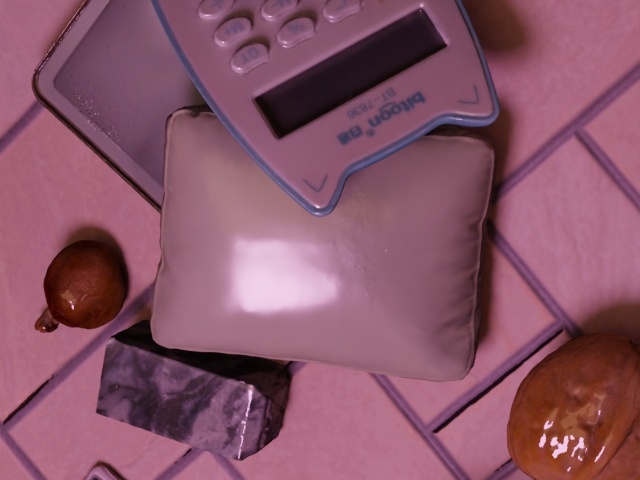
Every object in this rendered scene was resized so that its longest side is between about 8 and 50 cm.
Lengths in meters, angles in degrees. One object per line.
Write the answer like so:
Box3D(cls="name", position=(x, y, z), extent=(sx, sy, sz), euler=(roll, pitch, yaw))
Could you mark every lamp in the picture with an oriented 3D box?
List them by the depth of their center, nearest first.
Box3D(cls="lamp", position=(-0.129, -0.168, 1.764), extent=(0.266, 0.047, 0.269), euler=(44, 112, 9))

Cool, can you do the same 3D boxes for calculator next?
Box3D(cls="calculator", position=(-0.015, -0.220, 1.635), extent=(0.256, 0.054, 0.386), euler=(-29, 76, -6))

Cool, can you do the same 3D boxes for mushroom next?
Box3D(cls="mushroom", position=(-0.259, 0.064, 1.850), extent=(0.088, 0.072, 0.129), euler=(30, 118, -22))

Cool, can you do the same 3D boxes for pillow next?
Box3D(cls="pillow", position=(0.000, 0.000, 1.688), extent=(0.322, 0.120, 0.255), euler=(5, 103, 4))

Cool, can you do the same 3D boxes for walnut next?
Box3D(cls="walnut", position=(0.256, 0.167, 1.627), extent=(0.167, 0.149, 0.166), euler=(0, 92, -7))

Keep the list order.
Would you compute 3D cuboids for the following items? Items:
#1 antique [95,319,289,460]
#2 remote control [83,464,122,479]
Box3D(cls="antique", position=(-0.127, 0.155, 1.807), extent=(0.183, 0.086, 0.088), euler=(17, 107, 17))
Box3D(cls="remote control", position=(-0.287, 0.360, 1.941), extent=(0.067, 0.029, 0.261), euler=(39, 111, 10))
